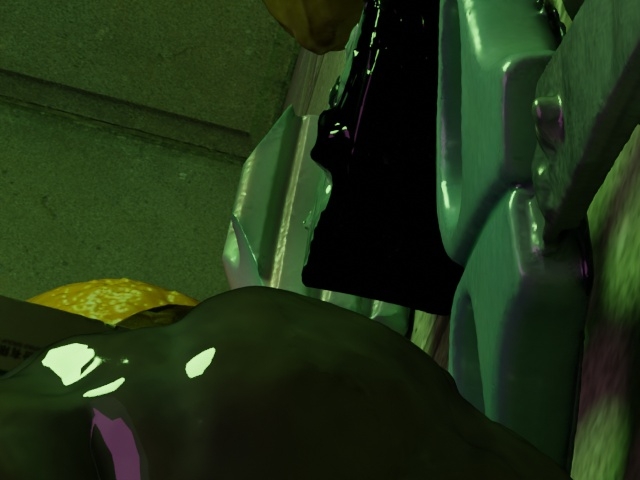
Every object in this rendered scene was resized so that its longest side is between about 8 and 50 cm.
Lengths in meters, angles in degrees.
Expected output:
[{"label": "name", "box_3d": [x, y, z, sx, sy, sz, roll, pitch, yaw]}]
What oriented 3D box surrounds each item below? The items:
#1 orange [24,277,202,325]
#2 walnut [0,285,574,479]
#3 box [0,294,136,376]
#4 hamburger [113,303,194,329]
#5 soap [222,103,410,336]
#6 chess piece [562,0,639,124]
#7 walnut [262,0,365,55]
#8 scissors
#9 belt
[{"label": "orange", "box_3d": [-0.188, 0.197, 1.525, 0.340, 0.293, 0.340, -167, 90, -85]}, {"label": "walnut", "box_3d": [-0.031, 0.117, 0.421, 0.224, 0.224, 0.224, -166, 90, -86]}, {"label": "box", "box_3d": [-0.075, 0.129, 0.799, 0.095, 0.212, 0.168, 124, 160, -75]}, {"label": "hamburger", "box_3d": [-0.071, 0.129, 1.147, 0.185, 0.177, 0.113, -22, -36, -37]}, {"label": "soap", "box_3d": [0.000, 0.000, 1.012, 0.149, 0.100, 0.056, -81, 7, -46]}, {"label": "chess piece", "box_3d": [0.087, -0.054, 0.485, 0.093, 0.042, 0.042, -96, 20, -61]}, {"label": "walnut", "box_3d": [0.025, -0.230, 1.238, 0.137, 0.137, 0.245, 113, 171, -64]}, {"label": "scissors", "box_3d": [0.058, -0.020, 0.436, 0.360, 0.029, 0.191, 108, 161, -76]}, {"label": "belt", "box_3d": [0.039, -0.047, 0.825, 0.198, 0.078, 0.151, 115, 166, -76]}]
